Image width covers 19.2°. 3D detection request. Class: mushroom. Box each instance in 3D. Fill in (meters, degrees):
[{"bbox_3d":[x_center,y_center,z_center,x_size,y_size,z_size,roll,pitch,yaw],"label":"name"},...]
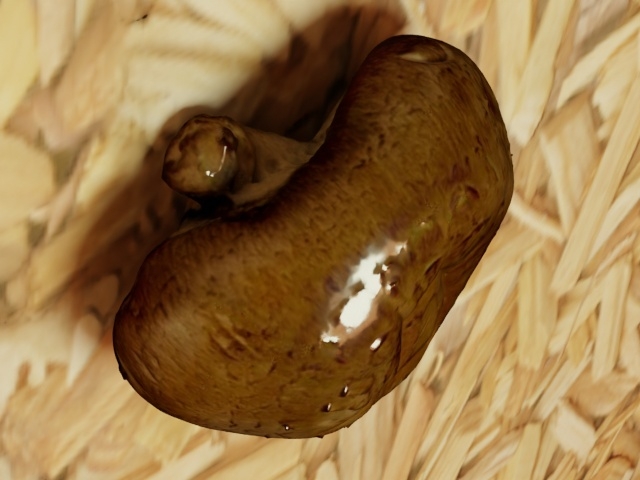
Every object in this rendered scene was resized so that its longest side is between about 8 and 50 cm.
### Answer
[{"bbox_3d":[0.010,0.009,0.926,0.231,0.138,0.194,-46,152,-3],"label":"mushroom"}]
